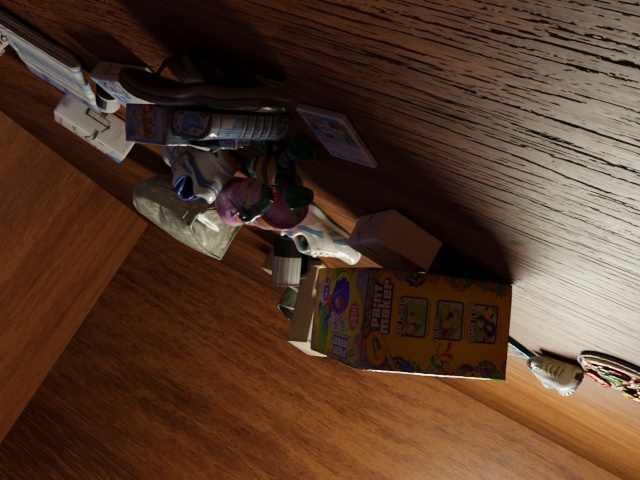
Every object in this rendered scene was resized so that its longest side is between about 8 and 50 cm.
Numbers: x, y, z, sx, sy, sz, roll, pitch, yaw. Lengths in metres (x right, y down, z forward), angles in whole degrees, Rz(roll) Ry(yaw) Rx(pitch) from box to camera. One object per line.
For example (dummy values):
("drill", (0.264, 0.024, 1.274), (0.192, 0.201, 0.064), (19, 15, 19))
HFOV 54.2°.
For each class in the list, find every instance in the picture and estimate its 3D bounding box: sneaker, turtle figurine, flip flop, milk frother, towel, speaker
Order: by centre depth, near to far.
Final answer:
("flip flop", (-0.165, -0.228, 0.883), (0.277, 0.080, 0.112), (13, -163, 30))
("turtle figurine", (-0.093, -0.122, 1.085), (0.234, 0.118, 0.175), (12, 117, 54))
("speaker", (-0.449, -0.310, 1.328), (0.055, 0.055, 0.136), (35, 169, -17))
("sneaker", (-0.301, -0.160, 1.402), (0.112, 0.130, 0.296), (37, 169, -35))
("sneaker", (0.518, 0.294, 1.404), (0.083, 0.071, 0.190), (37, 168, 0))
("sneaker", (0.000, 0.000, 1.407), (0.229, 0.092, 0.087), (37, 165, -35))
("towel", (-0.605, -0.396, 1.410), (0.209, 0.034, 0.285), (32, 169, -5))
("milk frother", (-0.058, 0.058, 1.690), (0.129, 0.134, 0.143), (2, -174, -28))

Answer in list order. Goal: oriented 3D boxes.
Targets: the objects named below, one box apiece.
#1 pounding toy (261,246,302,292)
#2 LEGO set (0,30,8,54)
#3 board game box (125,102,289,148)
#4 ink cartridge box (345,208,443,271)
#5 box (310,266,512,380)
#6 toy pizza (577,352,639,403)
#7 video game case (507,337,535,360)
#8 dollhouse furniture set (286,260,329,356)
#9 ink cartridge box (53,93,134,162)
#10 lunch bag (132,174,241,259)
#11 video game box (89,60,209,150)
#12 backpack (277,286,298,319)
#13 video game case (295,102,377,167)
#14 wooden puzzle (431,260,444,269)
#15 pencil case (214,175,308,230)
("pounding toy", (-0.098, 0.100, 2.083), (0.181, 0.094, 0.206), (37, 168, -23))
("LEGO set", (-0.719, -0.472, 1.233), (0.244, 0.060, 0.182), (41, 169, 6))
("board game box", (-0.183, -0.173, 0.951), (0.194, 0.060, 0.194), (-10, -160, -44))
("ink cartridge box", (0.126, 0.006, 1.168), (0.115, 0.067, 0.198), (33, 169, -12))
("box", (0.159, 0.152, 1.193), (0.279, 0.176, 0.290), (7, 175, -17))
("toy pizza", (0.600, 0.283, 1.225), (0.201, 0.032, 0.201), (30, 169, 7))
("video game case", (0.438, 0.245, 1.528), (0.166, 0.015, 0.119), (36, 167, -21))
("dollhouse furniture set", (0.133, 0.214, 1.853), (0.395, 0.256, 0.362), (1, 156, 26))
("ink cartridge box", (-0.589, -0.301, 1.646), (0.203, 0.085, 0.148), (34, 168, -19))
("lunch bag", (-0.413, -0.084, 1.920), (0.235, 0.168, 0.287), (27, 173, 19))
("video game box", (-0.325, -0.264, 1.227), (0.187, 0.048, 0.205), (18, 163, 42))
("backpack", (-0.018, 0.237, 2.218), (0.254, 0.191, 0.225), (24, 167, -3))
("video game case", (0.025, -0.150, 0.902), (0.087, 0.011, 0.122), (23, 167, 36))
("wooden puzzle", (0.213, 0.042, 1.252), (0.049, 0.006, 0.083), (40, 166, -37))
("pencil case", (-0.132, -0.085, 1.329), (0.124, 0.124, 0.284), (36, 168, -24))
